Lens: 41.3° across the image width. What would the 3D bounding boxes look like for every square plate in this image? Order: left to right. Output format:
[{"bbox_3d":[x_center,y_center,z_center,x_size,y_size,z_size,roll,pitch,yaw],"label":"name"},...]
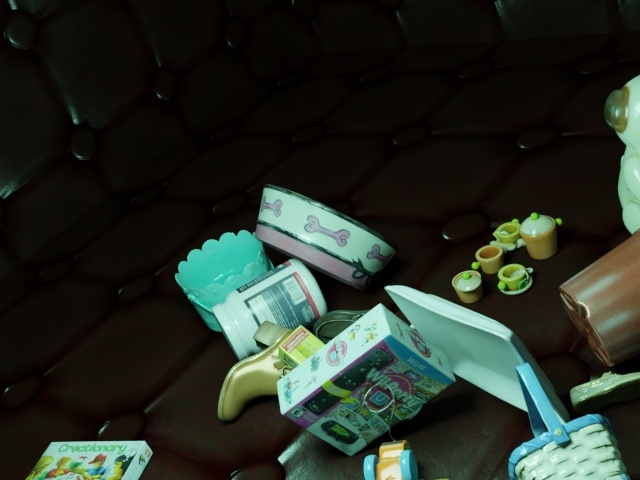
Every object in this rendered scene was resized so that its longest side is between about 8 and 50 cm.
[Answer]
[{"bbox_3d":[0.331,0.229,1.746,0.049,0.344,0.347,-51,37,-14],"label":"square plate"}]

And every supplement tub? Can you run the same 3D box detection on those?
[{"bbox_3d":[-0.135,0.188,2.277,0.272,0.191,0.191,-29,30,-11],"label":"supplement tub"}]

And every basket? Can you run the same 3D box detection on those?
[{"bbox_3d":[0.431,0.387,1.513,0.201,0.255,0.289,-22,41,6],"label":"basket"}]

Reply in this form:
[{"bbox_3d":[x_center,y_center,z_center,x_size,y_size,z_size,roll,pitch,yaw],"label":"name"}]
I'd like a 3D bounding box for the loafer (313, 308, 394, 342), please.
[{"bbox_3d":[0.082,0.226,2.181,0.219,0.080,0.078,-12,31,17],"label":"loafer"}]

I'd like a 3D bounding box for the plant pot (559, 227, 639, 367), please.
[{"bbox_3d":[0.672,0.118,1.802,0.265,0.272,0.272,-29,29,4],"label":"plant pot"}]

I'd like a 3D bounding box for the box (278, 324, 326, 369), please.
[{"bbox_3d":[0.011,0.307,2.013,0.232,0.058,0.087,37,60,22],"label":"box"}]

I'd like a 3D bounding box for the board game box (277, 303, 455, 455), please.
[{"bbox_3d":[0.094,0.301,1.798,0.303,0.224,0.098,-41,33,19],"label":"board game box"}]

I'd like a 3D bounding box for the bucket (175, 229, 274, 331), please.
[{"bbox_3d":[-0.262,0.122,2.480,0.281,0.183,0.281,-17,31,10],"label":"bucket"}]

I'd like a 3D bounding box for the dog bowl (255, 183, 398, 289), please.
[{"bbox_3d":[0.000,0.000,2.324,0.408,0.408,0.151,22,85,51],"label":"dog bowl"}]

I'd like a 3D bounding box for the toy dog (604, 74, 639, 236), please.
[{"bbox_3d":[0.844,-0.214,2.050,0.284,0.408,0.395,-17,30,9],"label":"toy dog"}]

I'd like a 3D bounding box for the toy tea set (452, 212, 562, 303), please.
[{"bbox_3d":[0.474,0.030,2.189,0.200,0.124,0.336,9,42,42],"label":"toy tea set"}]

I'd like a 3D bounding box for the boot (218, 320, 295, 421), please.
[{"bbox_3d":[-0.105,0.357,2.094,0.220,0.109,0.284,25,70,21],"label":"boot"}]

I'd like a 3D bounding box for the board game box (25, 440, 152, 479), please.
[{"bbox_3d":[-0.584,0.582,2.082,0.305,0.053,0.193,-7,33,25],"label":"board game box"}]

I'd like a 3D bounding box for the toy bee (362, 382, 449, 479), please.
[{"bbox_3d":[0.165,0.464,1.704,0.195,0.162,0.299,7,65,28],"label":"toy bee"}]

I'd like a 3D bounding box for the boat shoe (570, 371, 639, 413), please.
[{"bbox_3d":[0.592,0.298,1.738,0.170,0.063,0.059,-20,36,7],"label":"boat shoe"}]

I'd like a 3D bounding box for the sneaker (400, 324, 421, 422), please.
[{"bbox_3d":[0.191,0.288,1.934,0.094,0.153,0.235,4,39,39],"label":"sneaker"}]
